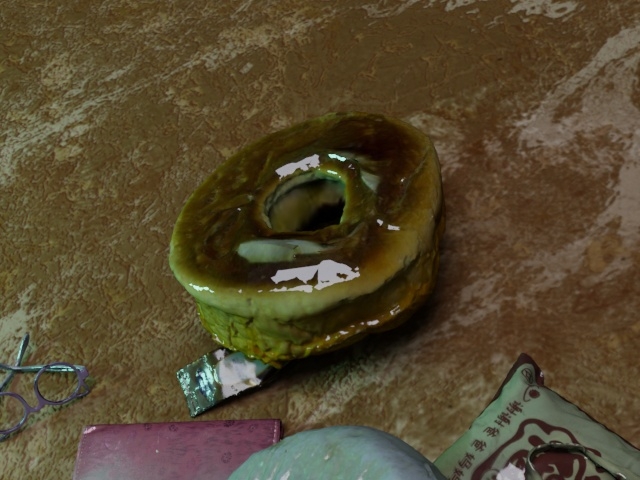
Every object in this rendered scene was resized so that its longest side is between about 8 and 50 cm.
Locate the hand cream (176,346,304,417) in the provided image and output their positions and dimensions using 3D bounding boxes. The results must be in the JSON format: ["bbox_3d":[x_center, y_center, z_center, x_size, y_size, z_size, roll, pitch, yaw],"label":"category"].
[{"bbox_3d":[-0.081,0.141,1.377,0.163,0.039,0.062,-23,67,-1],"label":"hand cream"}]

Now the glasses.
[{"bbox_3d":[-0.346,0.164,1.434,0.140,0.062,0.104,-30,30,-9],"label":"glasses"}]

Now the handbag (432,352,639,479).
[{"bbox_3d":[0.217,0.241,1.163,0.235,0.127,0.213,34,65,31],"label":"handbag"}]

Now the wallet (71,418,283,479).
[{"bbox_3d":[-0.157,0.248,1.319,0.232,0.025,0.119,-4,53,12],"label":"wallet"}]

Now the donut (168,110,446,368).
[{"bbox_3d":[0.000,0.000,1.382,0.330,0.160,0.330,-15,36,12],"label":"donut"}]

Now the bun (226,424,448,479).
[{"bbox_3d":[0.017,0.338,1.074,0.354,0.194,0.354,-22,50,28],"label":"bun"}]
